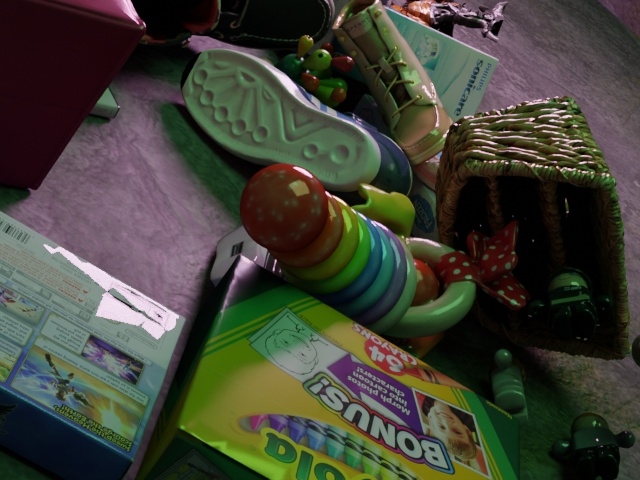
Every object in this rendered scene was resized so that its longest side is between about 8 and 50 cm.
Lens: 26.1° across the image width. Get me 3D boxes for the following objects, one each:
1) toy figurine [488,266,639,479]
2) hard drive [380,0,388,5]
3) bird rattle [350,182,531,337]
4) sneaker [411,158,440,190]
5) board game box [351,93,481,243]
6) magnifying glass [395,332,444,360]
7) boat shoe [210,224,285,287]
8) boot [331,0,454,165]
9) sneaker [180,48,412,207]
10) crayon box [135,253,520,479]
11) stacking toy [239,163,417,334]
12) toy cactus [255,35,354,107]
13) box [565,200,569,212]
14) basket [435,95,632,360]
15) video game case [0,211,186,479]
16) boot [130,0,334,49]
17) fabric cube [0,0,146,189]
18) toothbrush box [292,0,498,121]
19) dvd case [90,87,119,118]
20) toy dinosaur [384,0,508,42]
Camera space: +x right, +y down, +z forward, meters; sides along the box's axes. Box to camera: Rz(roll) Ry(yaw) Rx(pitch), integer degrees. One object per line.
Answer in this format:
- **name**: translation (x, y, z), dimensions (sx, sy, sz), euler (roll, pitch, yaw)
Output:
- **toy figurine**: translation (0.317, 0.162, 1.671), dimensions (0.213, 0.209, 0.148), euler (31, 19, -5)
- **hard drive**: translation (0.020, -0.518, 2.615), dimensions (0.172, 0.054, 0.255), euler (48, 29, 24)
- **bird rattle**: translation (0.125, 0.051, 1.701), dimensions (0.253, 0.143, 0.207), euler (25, 48, 18)
- **sneaker**: translation (0.189, -0.095, 1.953), dimensions (0.134, 0.070, 0.051), euler (44, 31, 21)
- **board game box**: translation (0.230, -0.071, 2.110), dimensions (0.319, 0.066, 0.318), euler (14, 33, -35)
- **magnifying glass**: translation (0.097, 0.144, 1.646), dimensions (0.092, 0.026, 0.231), euler (40, 26, 10)
- **boat shoe**: translation (-0.078, 0.031, 1.586), dimensions (0.219, 0.078, 0.070), euler (-71, 138, -68)
- **boot**: translation (0.101, -0.233, 1.963), dimensions (0.203, 0.095, 0.262), euler (55, 14, -25)
- **sneaker**: translation (-0.021, -0.138, 1.901), dimensions (0.323, 0.130, 0.236), euler (30, 2, 22)
- **crayon box**: translation (0.025, 0.209, 1.360), dimensions (0.363, 0.106, 0.313), euler (31, 27, -9)
- **stacking toy**: translation (0.000, 0.000, 1.492), dimensions (0.141, 0.141, 0.330), euler (50, 1, 27)
- **toy cactus**: translation (-0.046, -0.241, 1.972), dimensions (0.180, 0.112, 0.219), euler (6, -1, -11)
- **box**: translation (0.415, -0.120, 2.389), dimensions (0.058, 0.087, 0.232), euler (24, 27, -23)
- **basket**: translation (0.264, 0.001, 1.779), dimensions (0.213, 0.299, 0.223), euler (-11, 36, 1)
- **video game case**: translation (-0.272, 0.086, 1.265), dimensions (0.269, 0.061, 0.244), euler (31, 25, -9)
- **boot**: translation (-0.158, -0.333, 1.907), dimensions (0.377, 0.138, 0.284), euler (18, 16, -9)
- **fabric cube**: translation (-0.380, -0.238, 1.427), dimensions (0.258, 0.259, 0.254), euler (9, 43, -41)
- **toothbrush box**: translation (0.100, -0.307, 2.212), dimensions (0.295, 0.126, 0.216), euler (18, 10, -31)
- **dvd case**: translation (-0.385, -0.235, 1.707), dimensions (0.253, 0.022, 0.180), euler (10, 36, -40)
- **toy dinosaur**: translation (0.214, -0.382, 2.571), dimensions (0.218, 0.164, 0.322), euler (19, 46, -1)
